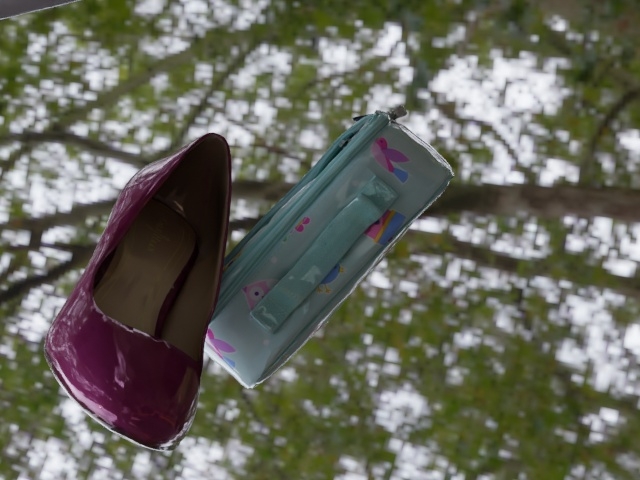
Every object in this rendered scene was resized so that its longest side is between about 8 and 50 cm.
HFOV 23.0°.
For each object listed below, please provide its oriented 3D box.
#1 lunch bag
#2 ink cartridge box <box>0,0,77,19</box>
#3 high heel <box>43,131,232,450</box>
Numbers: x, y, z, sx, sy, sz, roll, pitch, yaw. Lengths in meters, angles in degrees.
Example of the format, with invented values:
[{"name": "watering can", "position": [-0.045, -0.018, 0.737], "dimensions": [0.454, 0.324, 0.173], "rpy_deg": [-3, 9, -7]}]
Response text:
[{"name": "lunch bag", "position": [0.000, 0.000, 1.417], "dimensions": [0.279, 0.108, 0.224], "rpy_deg": [-49, -2, 5]}, {"name": "ink cartridge box", "position": [-0.344, -0.303, 1.331], "dimensions": [0.270, 0.198, 0.197], "rpy_deg": [-19, -49, -26]}, {"name": "high heel", "position": [-0.126, 0.025, 1.256], "dimensions": [0.127, 0.377, 0.181], "rpy_deg": [30, -79, -21]}]
